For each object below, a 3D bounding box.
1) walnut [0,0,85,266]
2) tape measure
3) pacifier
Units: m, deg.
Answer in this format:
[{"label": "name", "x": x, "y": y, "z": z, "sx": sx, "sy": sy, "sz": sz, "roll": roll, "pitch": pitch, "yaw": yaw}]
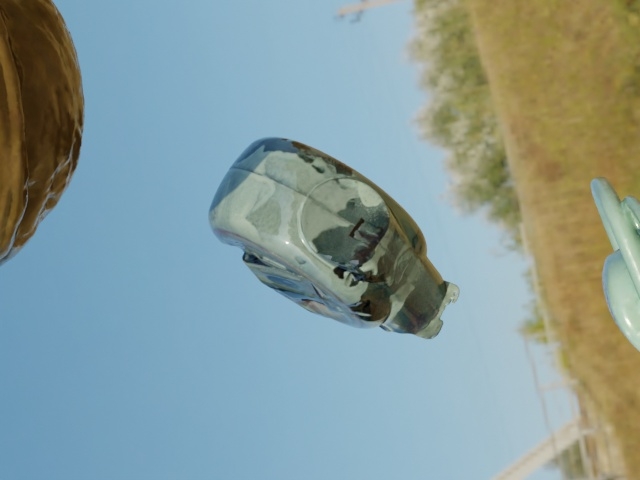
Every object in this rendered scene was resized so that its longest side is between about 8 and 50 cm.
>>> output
[{"label": "walnut", "x": -0.361, "y": -0.112, "z": 1.127, "sx": 0.333, "sy": 0.333, "sz": 0.333, "roll": -10, "pitch": -90, "yaw": -74}, {"label": "tape measure", "x": 0.000, "y": 0.000, "z": 1.457, "sx": 0.147, "sy": 0.275, "sz": 0.256, "roll": -57, "pitch": -36, "yaw": -12}, {"label": "pacifier", "x": 0.447, "y": 0.016, "z": 1.427, "sx": 0.288, "sy": 0.269, "sz": 0.343, "roll": 58, "pitch": -174, "yaw": 4}]
